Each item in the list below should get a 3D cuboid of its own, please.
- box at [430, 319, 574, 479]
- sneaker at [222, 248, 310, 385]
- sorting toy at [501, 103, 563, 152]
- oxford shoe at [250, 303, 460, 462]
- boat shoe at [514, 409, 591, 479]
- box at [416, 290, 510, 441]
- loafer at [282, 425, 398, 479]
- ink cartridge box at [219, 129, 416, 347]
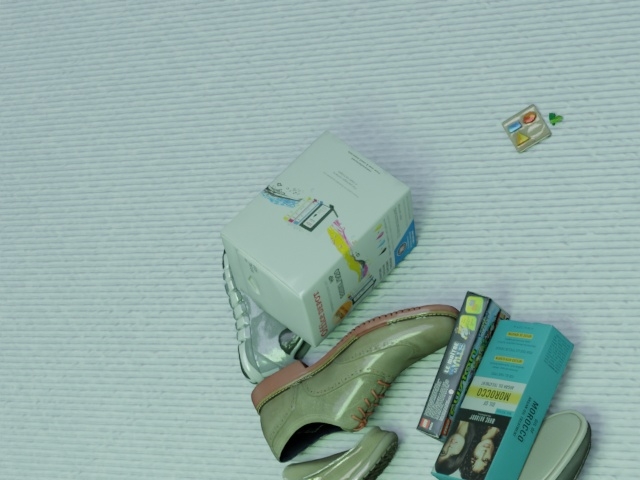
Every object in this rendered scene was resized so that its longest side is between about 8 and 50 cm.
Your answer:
[{"bbox_3d":[0.248,0.229,1.775,0.100,0.060,0.244,2,59,50],"label":"box"},{"bbox_3d":[-0.068,0.100,2.001,0.132,0.086,0.228,-15,76,12],"label":"sneaker"},{"bbox_3d":[0.318,-0.175,1.950,0.083,0.012,0.062,-31,63,12],"label":"sorting toy"},{"bbox_3d":[0.063,0.209,1.873,0.348,0.123,0.130,-32,55,23],"label":"oxford shoe"},{"bbox_3d":[0.258,0.375,1.764,0.335,0.095,0.112,-49,30,-2],"label":"boat shoe"},{"bbox_3d":[0.202,0.183,1.827,0.036,0.114,0.207,17,81,27],"label":"box"},{"bbox_3d":[-0.006,0.348,1.868,0.268,0.102,0.092,-41,73,7],"label":"loafer"},{"bbox_3d":[0.000,0.000,1.903,0.168,0.171,0.233,37,70,25],"label":"ink cartridge box"}]
